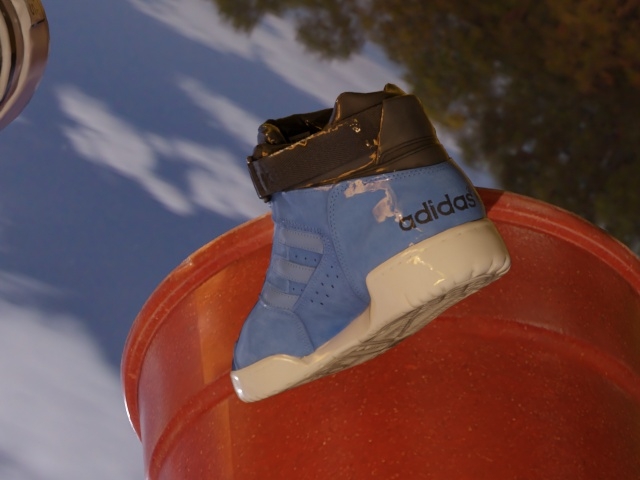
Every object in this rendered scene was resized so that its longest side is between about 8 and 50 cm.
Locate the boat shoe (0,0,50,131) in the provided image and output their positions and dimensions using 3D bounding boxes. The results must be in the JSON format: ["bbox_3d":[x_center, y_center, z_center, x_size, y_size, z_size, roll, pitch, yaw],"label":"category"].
[{"bbox_3d":[-0.244,0.003,0.562,0.121,0.335,0.119,45,-153,0],"label":"boat shoe"}]

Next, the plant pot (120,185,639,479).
[{"bbox_3d":[0.045,0.163,0.621,0.272,0.272,0.265,20,-139,-23],"label":"plant pot"}]

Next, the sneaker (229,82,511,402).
[{"bbox_3d":[0.001,0.000,0.510,0.058,0.152,0.084,-18,-102,-32],"label":"sneaker"}]
